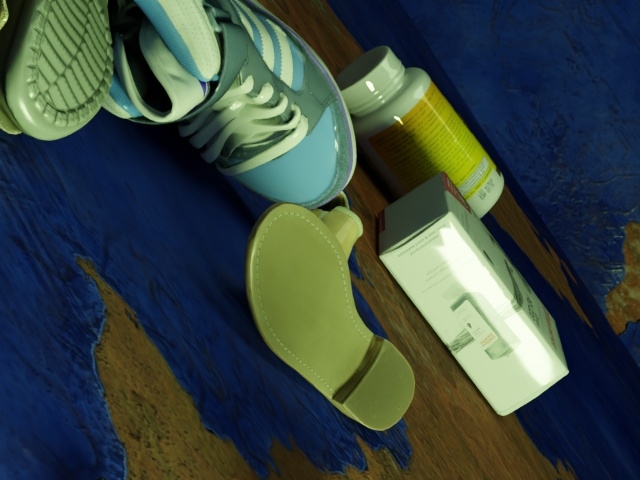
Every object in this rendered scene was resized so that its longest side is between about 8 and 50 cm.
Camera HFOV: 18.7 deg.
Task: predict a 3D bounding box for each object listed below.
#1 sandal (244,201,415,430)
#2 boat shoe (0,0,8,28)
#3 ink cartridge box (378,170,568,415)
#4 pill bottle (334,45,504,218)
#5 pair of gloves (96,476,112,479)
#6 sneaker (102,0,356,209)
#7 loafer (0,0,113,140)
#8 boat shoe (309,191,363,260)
[{"bbox_3d":[-0.017,0.053,1.420,0.079,0.088,0.240,23,-22,43],"label":"sandal"},{"bbox_3d":[-0.219,-0.154,1.108,0.095,0.095,0.257,64,17,-12],"label":"boat shoe"},{"bbox_3d":[0.157,0.054,2.020,0.218,0.092,0.158,54,11,-14],"label":"ink cartridge box"},{"bbox_3d":[0.106,-0.114,2.215,0.215,0.117,0.117,51,12,-20],"label":"pill bottle"},{"bbox_3d":[-0.086,0.155,0.944,0.083,0.010,0.074,55,10,-15],"label":"pair of gloves"},{"bbox_3d":[-0.089,-0.106,1.432,0.323,0.130,0.236,56,20,-24],"label":"sneaker"},{"bbox_3d":[-0.185,-0.149,1.239,0.251,0.087,0.094,-87,157,-49],"label":"loafer"},{"bbox_3d":[0.000,0.000,1.574,0.068,0.072,0.190,51,12,-21],"label":"boat shoe"}]
